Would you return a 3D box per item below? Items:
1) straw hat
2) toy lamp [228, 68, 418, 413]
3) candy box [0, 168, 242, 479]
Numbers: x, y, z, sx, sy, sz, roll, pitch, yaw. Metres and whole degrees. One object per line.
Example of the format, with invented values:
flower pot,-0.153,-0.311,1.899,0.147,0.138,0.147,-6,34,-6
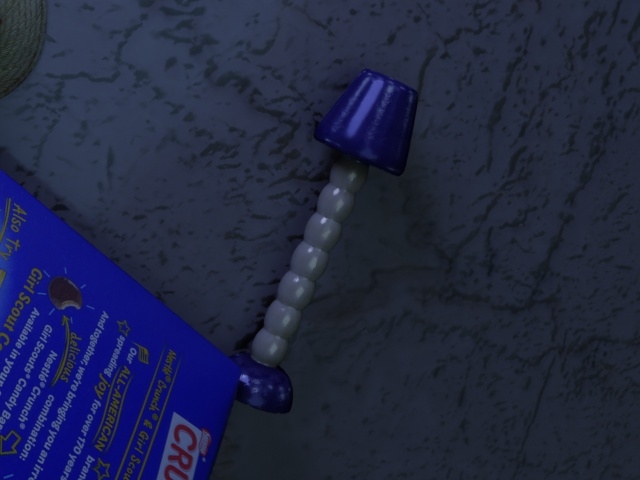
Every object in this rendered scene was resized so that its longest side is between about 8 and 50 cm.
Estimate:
straw hat,-0.247,-0.153,0.699,0.144,0.061,0.144,-6,107,-20
toy lamp,0.000,0.000,0.826,0.080,0.080,0.275,20,97,-24
candy box,-0.222,0.112,0.671,0.122,0.268,0.317,-29,120,34
